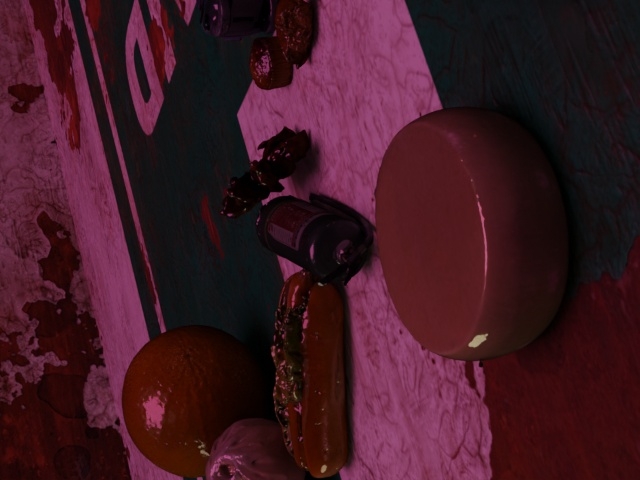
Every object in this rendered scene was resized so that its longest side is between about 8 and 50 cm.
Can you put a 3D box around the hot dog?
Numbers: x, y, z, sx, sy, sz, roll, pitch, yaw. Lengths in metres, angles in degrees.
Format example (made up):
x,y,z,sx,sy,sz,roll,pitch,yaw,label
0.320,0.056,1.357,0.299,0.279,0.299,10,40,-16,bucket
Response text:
x,y,z,sx,sy,sz,roll,pitch,yaw,label
-0.022,0.193,1.748,0.135,0.100,0.337,-141,45,-61,hot dog

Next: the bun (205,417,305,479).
x,y,z,sx,sy,sz,roll,pitch,yaw,label
-0.113,0.379,1.868,0.178,0.128,0.193,-34,47,36,bun

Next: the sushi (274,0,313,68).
x,y,z,sx,sy,sz,roll,pitch,yaw,label
-0.033,-0.299,1.654,0.060,0.061,0.118,47,161,42,sushi

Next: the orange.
x,y,z,sx,sy,sz,roll,pitch,yaw,label
-0.218,0.284,2.060,0.274,0.274,0.274,171,90,-68,orange

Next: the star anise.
x,y,z,sx,sy,sz,roll,pitch,yaw,label
-0.085,-0.102,1.777,0.073,0.177,0.234,46,-178,-11,star anise

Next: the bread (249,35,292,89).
x,y,z,sx,sy,sz,roll,pitch,yaw,label
-0.081,-0.269,1.777,0.085,0.053,0.085,171,90,-68,bread

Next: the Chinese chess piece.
x,y,z,sx,sy,sz,roll,pitch,yaw,label
0.153,-0.006,1.234,0.273,0.102,0.273,173,90,-68,Chinese chess piece

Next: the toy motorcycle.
x,y,z,sx,sy,sz,roll,pitch,yaw,label
-0.116,-0.446,1.704,0.358,0.125,0.213,114,144,-53,toy motorcycle

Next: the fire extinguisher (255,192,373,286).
x,y,z,sx,sy,sz,roll,pitch,yaw,label
0.000,0.000,1.632,0.093,0.118,0.294,51,169,-23,fire extinguisher
